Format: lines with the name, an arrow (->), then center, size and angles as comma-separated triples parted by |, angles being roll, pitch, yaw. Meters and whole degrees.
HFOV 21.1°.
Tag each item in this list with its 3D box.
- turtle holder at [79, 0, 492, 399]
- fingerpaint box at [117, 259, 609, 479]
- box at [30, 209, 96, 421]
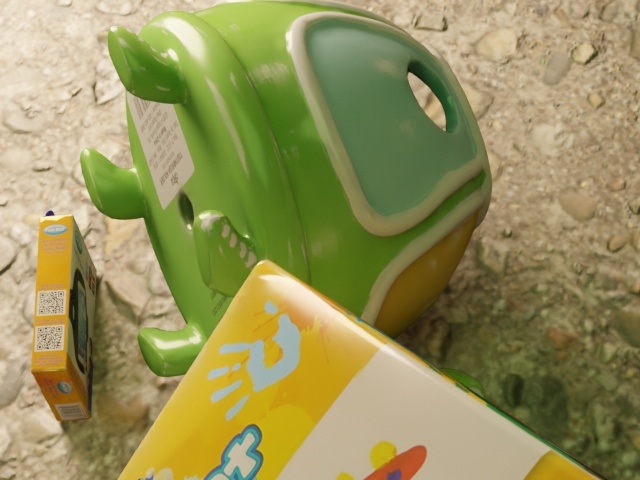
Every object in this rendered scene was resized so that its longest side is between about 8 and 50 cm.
turtle holder -> -0.001, -0.017, 1.120 | 0.227, 0.243, 0.320 | -16, 49, -23
fingerpaint box -> -0.007, 0.283, 0.773 | 0.445, 0.163, 0.371 | -57, 38, -2
box -> -0.176, 0.047, 1.189 | 0.028, 0.081, 0.136 | -3, 60, 4
